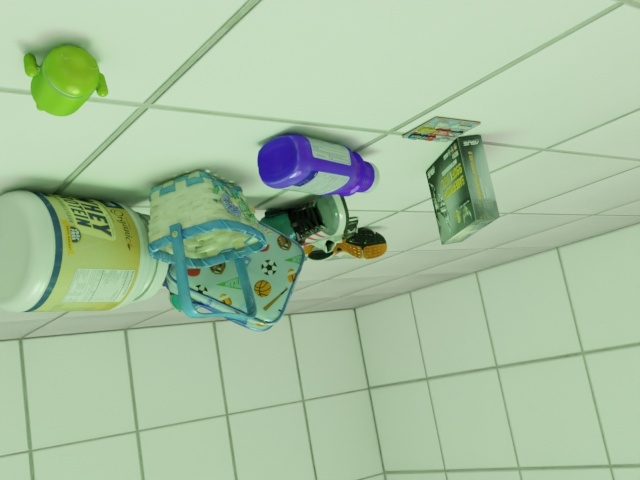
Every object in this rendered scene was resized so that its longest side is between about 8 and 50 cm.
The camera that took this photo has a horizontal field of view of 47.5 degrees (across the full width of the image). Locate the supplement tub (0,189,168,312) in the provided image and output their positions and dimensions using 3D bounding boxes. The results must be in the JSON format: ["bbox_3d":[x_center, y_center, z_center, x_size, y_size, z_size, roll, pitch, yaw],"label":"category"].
[{"bbox_3d":[-0.483,0.027,1.443,0.228,0.228,0.316,-18,166,34],"label":"supplement tub"}]

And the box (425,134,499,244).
[{"bbox_3d":[0.305,-0.104,1.594,0.056,0.183,0.231,-8,169,-10],"label":"box"}]

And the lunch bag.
[{"bbox_3d":[-0.203,0.063,1.659,0.303,0.243,0.115,25,160,-8],"label":"lunch bag"}]

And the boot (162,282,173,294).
[{"bbox_3d":[-0.440,0.126,2.332,0.106,0.082,0.219,-7,167,1],"label":"boot"}]

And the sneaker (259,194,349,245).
[{"bbox_3d":[-0.053,-0.042,1.770,0.179,0.123,0.295,-16,172,-20],"label":"sneaker"}]

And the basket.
[{"bbox_3d":[-0.224,0.018,1.464,0.201,0.288,0.255,-14,168,19],"label":"basket"}]

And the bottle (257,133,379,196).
[{"bbox_3d":[0.009,-0.137,1.402,0.118,0.092,0.283,-18,166,37],"label":"bottle"}]

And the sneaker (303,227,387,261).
[{"bbox_3d":[0.072,0.017,2.253,0.263,0.099,0.121,-1,175,-8],"label":"sneaker"}]

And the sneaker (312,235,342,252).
[{"bbox_3d":[0.000,0.000,2.096,0.071,0.082,0.191,-4,169,-33],"label":"sneaker"}]

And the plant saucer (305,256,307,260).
[{"bbox_3d":[-0.125,0.066,2.471,0.067,0.018,0.192,-19,165,37],"label":"plant saucer"}]

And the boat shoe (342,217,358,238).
[{"bbox_3d":[0.085,-0.035,2.104,0.046,0.038,0.125,-7,168,-14],"label":"boat shoe"}]

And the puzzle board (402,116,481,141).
[{"bbox_3d":[0.237,-0.215,1.427,0.128,0.011,0.096,-2,166,-38],"label":"puzzle board"}]

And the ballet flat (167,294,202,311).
[{"bbox_3d":[-0.324,0.148,2.506,0.409,0.146,0.147,-8,169,7],"label":"ballet flat"}]

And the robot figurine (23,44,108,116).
[{"bbox_3d":[-0.315,-0.196,0.898,0.101,0.067,0.115,13,157,-34],"label":"robot figurine"}]
